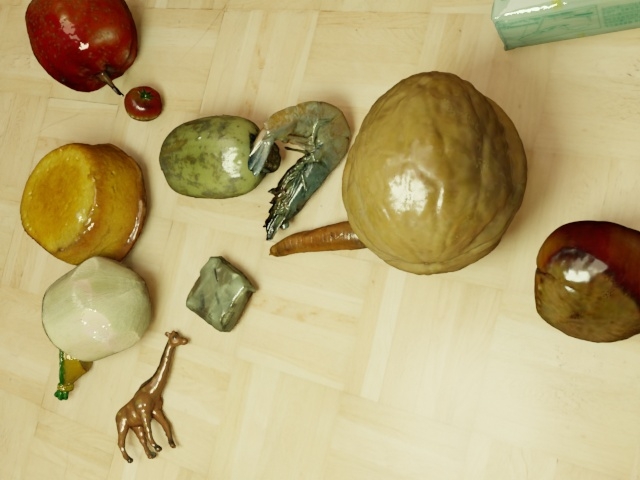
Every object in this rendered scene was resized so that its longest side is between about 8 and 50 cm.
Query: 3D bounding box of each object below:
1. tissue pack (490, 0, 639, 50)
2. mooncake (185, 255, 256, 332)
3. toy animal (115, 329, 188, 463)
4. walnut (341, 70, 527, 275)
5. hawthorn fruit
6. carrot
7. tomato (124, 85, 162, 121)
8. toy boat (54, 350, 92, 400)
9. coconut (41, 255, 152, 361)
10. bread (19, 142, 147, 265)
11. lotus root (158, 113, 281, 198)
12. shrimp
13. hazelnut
[{"bbox_3d":[0.483,-0.494,1.111,0.388,0.162,0.287,-2,83,27],"label":"tissue pack"},{"bbox_3d":[-0.205,0.111,1.398,0.125,0.073,0.129,38,97,30],"label":"mooncake"},{"bbox_3d":[-0.350,0.329,1.438,0.224,0.066,0.229,-28,64,20],"label":"toy animal"},{"bbox_3d":[0.182,-0.112,1.114,0.333,0.333,0.332,-5,79,26],"label":"walnut"},{"bbox_3d":[-0.532,-0.453,1.588,0.254,0.254,0.300,-37,85,16],"label":"hawthorn fruit"},{"bbox_3d":[0.000,0.000,1.328,0.248,0.059,0.059,-9,77,28],"label":"carrot"},{"bbox_3d":[-0.410,-0.312,1.574,0.075,0.087,0.087,-52,55,53],"label":"tomato"},{"bbox_3d":[-0.576,0.245,1.552,0.088,0.089,0.229,-12,79,10],"label":"toy boat"},{"bbox_3d":[-0.460,0.143,1.444,0.234,0.224,0.224,-17,74,19],"label":"coconut"},{"bbox_3d":[-0.532,-0.082,1.542,0.312,0.172,0.311,-5,79,28],"label":"bread"},{"bbox_3d":[-0.234,-0.167,1.426,0.310,0.173,0.173,-2,80,34],"label":"lotus root"},{"bbox_3d":[-0.062,-0.145,1.317,0.289,0.178,0.075,-51,32,11],"label":"shrimp"},{"bbox_3d":[0.424,0.049,1.045,0.208,0.208,0.208,-5,79,26],"label":"hazelnut"}]
